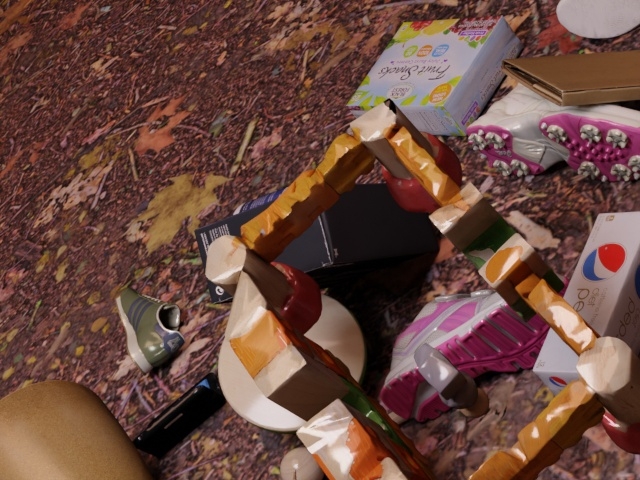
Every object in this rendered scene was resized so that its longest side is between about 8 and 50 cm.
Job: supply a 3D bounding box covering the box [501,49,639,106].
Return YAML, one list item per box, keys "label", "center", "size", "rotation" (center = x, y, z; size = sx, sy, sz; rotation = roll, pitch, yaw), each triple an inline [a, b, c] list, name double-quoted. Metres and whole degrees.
- label: "box"
  center: [0.343, -0.198, 1.756]
  size: [0.201, 0.021, 0.164]
  rotation: [-6, 22, -17]

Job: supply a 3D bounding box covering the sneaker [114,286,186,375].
- label: "sneaker"
  center: [-0.242, 0.117, 2.120]
  size: [0.086, 0.064, 0.192]
  rotation: [-32, 33, 4]

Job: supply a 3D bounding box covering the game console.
- label: "game console"
  center: [-0.194, 0.223, 1.932]
  size: [0.122, 0.107, 0.071]
  rotation: [-41, 60, 4]

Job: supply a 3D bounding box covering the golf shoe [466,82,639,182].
- label: "golf shoe"
  center: [0.315, -0.152, 1.776]
  size: [0.306, 0.115, 0.140]
  rotation: [9, 55, 51]

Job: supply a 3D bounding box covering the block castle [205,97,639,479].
- label: "block castle"
  center: [0.116, 0.106, 1.469]
  size: [0.303, 0.213, 0.453]
  rotation: [-43, 56, 4]

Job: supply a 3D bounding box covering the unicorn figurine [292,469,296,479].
- label: "unicorn figurine"
  center: [-0.072, 0.328, 1.692]
  size: [0.111, 0.060, 0.162]
  rotation: [24, 87, 56]

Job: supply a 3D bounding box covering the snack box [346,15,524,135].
- label: "snack box"
  center: [0.162, -0.234, 2.077]
  size: [0.207, 0.070, 0.174]
  rotation: [6, 56, 52]

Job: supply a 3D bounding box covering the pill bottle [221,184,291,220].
- label: "pill bottle"
  center: [-0.066, -0.019, 2.050]
  size: [0.169, 0.094, 0.094]
  rotation: [-19, 39, 33]

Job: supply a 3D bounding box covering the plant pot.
- label: "plant pot"
  center: [-0.294, 0.333, 1.789]
  size: [0.237, 0.237, 0.254]
  rotation: [-49, 45, -10]

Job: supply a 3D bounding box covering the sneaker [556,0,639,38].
- label: "sneaker"
  center: [0.419, -0.334, 1.925]
  size: [0.212, 0.080, 0.094]
  rotation: [-15, 29, 26]

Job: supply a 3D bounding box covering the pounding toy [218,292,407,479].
- label: "pounding toy"
  center: [-0.011, 0.183, 1.772]
  size: [0.183, 0.110, 0.237]
  rotation: [-32, 61, -2]

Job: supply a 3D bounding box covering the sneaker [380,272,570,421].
- label: "sneaker"
  center: [0.172, 0.097, 1.644]
  size: [0.252, 0.103, 0.111]
  rotation: [-30, 36, 19]

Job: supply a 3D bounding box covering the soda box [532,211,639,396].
- label: "soda box"
  center: [0.308, 0.072, 1.556]
  size: [0.074, 0.069, 0.216]
  rotation: [-3, 50, 45]

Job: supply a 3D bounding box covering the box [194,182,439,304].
- label: "box"
  center: [0.000, 0.000, 1.807]
  size: [0.184, 0.261, 0.103]
  rotation: [-17, 84, 32]
